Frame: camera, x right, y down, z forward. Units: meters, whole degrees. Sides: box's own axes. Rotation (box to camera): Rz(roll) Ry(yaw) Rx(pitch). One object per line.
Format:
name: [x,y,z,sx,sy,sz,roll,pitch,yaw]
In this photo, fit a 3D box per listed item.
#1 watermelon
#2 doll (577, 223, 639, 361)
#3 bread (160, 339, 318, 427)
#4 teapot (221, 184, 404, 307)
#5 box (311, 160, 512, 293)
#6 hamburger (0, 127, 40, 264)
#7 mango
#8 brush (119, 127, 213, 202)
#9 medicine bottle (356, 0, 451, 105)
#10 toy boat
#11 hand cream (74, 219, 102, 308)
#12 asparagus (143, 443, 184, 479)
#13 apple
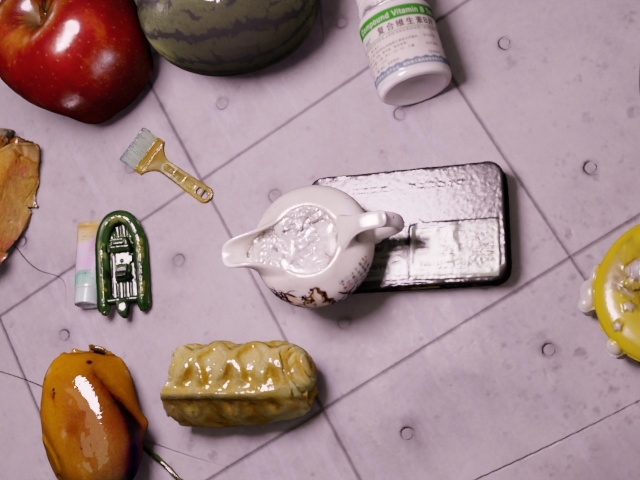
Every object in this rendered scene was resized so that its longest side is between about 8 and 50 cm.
watermelon: [-0.155,-0.441,1.769,0.359,0.279,0.279,-10,75,10]
doll: [0.538,0.088,1.518,0.252,0.111,0.237,-43,54,7]
bread: [-0.134,0.248,1.696,0.267,0.130,0.152,-4,114,17]
teapot: [0.000,0.000,1.636,0.299,0.166,0.209,-19,61,25]
box: [0.152,-0.018,1.695,0.349,0.058,0.211,-3,80,18]
hamburger: [-0.664,-0.094,1.926,0.155,0.245,0.282,10,38,25]
mango: [-0.410,0.329,1.757,0.201,0.152,0.287,-21,75,4]
brush: [-0.292,-0.135,1.889,0.218,0.010,0.083,35,91,21]
medicine bottle: [0.139,-0.371,1.731,0.139,0.139,0.237,-17,73,14]
toy boat: [-0.378,0.045,1.856,0.104,0.052,0.210,-6,77,4]
hand cream: [-0.447,0.042,1.890,0.076,0.047,0.174,-5,68,17]
asparagus: [-0.284,0.409,1.771,0.162,0.016,0.016,36,65,21]
apple: [-0.463,-0.367,1.834,0.288,0.317,0.288,-4,76,15]
